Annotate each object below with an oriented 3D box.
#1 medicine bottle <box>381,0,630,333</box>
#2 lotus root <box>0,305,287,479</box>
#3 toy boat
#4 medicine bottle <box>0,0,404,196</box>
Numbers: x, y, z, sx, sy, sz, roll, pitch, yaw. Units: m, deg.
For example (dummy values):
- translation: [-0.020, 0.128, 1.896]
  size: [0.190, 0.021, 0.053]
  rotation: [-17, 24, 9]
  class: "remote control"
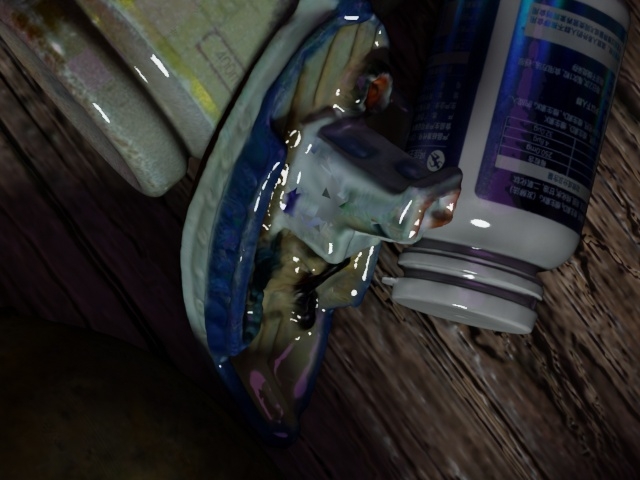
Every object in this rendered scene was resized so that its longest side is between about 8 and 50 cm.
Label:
- translation: [0.100, -0.050, 0.812]
  size: [0.107, 0.107, 0.191]
  rotation: [15, 83, -4]
  class: "medicine bottle"
- translation: [-0.136, 0.161, 0.749]
  size: [0.267, 0.149, 0.260]
  rotation: [-26, 88, -11]
  class: "lotus root"
- translation: [0.000, 0.000, 0.753]
  size: [0.114, 0.262, 0.115]
  rotation: [-20, 52, -42]
  class: "toy boat"
- translation: [-0.014, -0.177, 0.791]
  size: [0.322, 0.151, 0.151]
  rotation: [-42, 90, -8]
  class: "medicine bottle"
